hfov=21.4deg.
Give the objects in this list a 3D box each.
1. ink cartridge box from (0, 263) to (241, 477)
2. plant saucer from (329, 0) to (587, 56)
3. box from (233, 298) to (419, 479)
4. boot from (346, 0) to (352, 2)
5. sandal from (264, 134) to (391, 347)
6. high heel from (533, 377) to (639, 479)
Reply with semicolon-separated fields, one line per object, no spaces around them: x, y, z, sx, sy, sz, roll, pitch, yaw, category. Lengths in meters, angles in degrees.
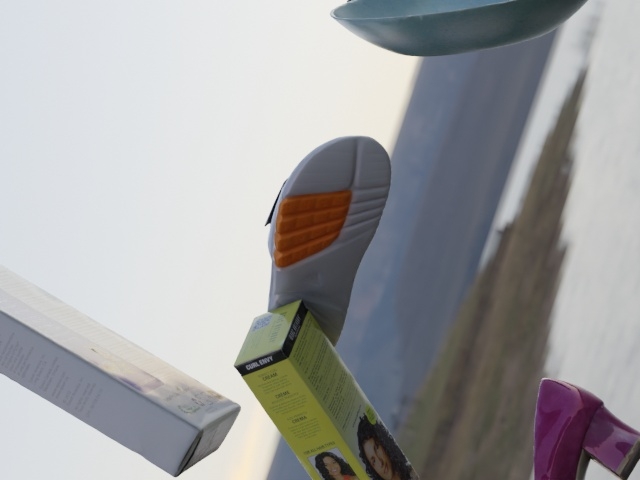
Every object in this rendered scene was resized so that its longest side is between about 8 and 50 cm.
-0.266;0.111;1.719;0.069;0.371;0.176;-59;-8;7;ink cartridge box
0.105;-0.156;1.164;0.195;0.195;0.037;-57;-42;-71;plant saucer
0.009;0.174;1.607;0.232;0.058;0.087;56;-152;-21;box
0.136;-0.330;1.937;0.246;0.207;0.094;144;114;-80;boot
-0.010;0.000;1.606;0.076;0.102;0.265;-110;29;-50;sandal
0.196;0.247;1.587;0.244;0.117;0.082;-55;-26;-6;high heel
